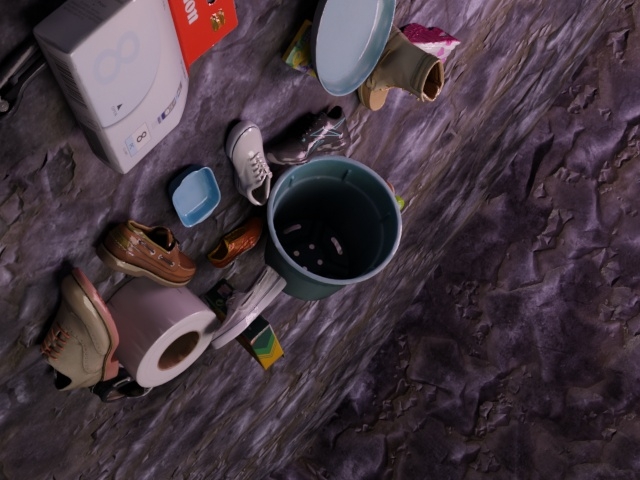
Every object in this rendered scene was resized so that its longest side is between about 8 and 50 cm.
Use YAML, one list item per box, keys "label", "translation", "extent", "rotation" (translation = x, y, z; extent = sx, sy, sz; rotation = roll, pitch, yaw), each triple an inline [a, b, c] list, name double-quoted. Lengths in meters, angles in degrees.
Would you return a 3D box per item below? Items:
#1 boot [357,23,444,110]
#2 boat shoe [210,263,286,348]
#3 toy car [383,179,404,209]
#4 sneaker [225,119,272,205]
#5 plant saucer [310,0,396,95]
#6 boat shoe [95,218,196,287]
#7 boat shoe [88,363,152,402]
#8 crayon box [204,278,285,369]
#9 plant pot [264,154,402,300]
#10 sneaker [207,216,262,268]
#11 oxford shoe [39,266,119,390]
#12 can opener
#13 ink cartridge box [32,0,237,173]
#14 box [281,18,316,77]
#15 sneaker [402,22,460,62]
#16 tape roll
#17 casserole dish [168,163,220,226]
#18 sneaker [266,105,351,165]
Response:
- label: "boot"
  translation: [0.203, -0.395, 1.889]
  extent: [0.095, 0.203, 0.262]
  rotation: [-33, 152, -33]
- label: "boat shoe"
  translation: [-0.195, 0.162, 1.872]
  extent: [0.258, 0.084, 0.095]
  rotation: [-47, -172, -34]
- label: "toy car"
  translation: [0.131, -0.120, 2.301]
  extent: [0.188, 0.155, 0.149]
  rotation: [-2, 130, -49]
- label: "sneaker"
  translation: [-0.152, -0.176, 1.738]
  extent: [0.094, 0.091, 0.258]
  rotation: [-41, 157, -19]
- label: "plant saucer"
  translation: [0.067, -0.475, 1.644]
  extent: [0.317, 0.044, 0.317]
  rotation: [-45, 149, -37]
- label: "boat shoe"
  translation: [-0.356, 0.028, 1.669]
  extent: [0.104, 0.111, 0.307]
  rotation: [-51, 158, 8]
- label: "boat shoe"
  translation: [-0.502, 0.380, 2.000]
  extent: [0.114, 0.091, 0.303]
  rotation: [-55, 157, 15]
- label: "crayon box"
  translation: [-0.213, 0.258, 2.193]
  extent: [0.081, 0.202, 0.318]
  rotation: [-43, 157, -13]
- label: "plant pot"
  translation: [0.000, 0.000, 1.987]
  extent: [0.341, 0.341, 0.334]
  rotation: [-39, 173, -23]
- label: "sneaker"
  translation: [-0.218, 0.003, 1.956]
  extent: [0.175, 0.064, 0.067]
  rotation: [-48, 148, -10]
- label: "oxford shoe"
  translation: [-0.529, 0.215, 1.626]
  extent: [0.147, 0.140, 0.397]
  rotation: [-25, 147, -28]
- label: "can opener"
  translation: [-0.451, -0.252, 1.126]
  extent: [0.059, 0.073, 0.186]
  rotation: [38, 90, -29]
- label: "ink cartridge box"
  translation: [-0.257, -0.334, 1.240]
  extent: [0.385, 0.091, 0.308]
  rotation: [-48, 160, -20]
- label: "box"
  translation: [-0.015, -0.421, 1.662]
  extent: [0.105, 0.043, 0.179]
  rotation: [-55, 160, 15]
- label: "sneaker"
  translation: [0.282, -0.503, 2.001]
  extent: [0.252, 0.103, 0.111]
  rotation: [-14, 138, -54]
- label: "tape roll"
  translation: [-0.395, 0.212, 1.823]
  extent: [0.246, 0.169, 0.246]
  rotation: [-39, 157, -21]
- label: "casserole dish"
  translation: [-0.286, -0.104, 1.683]
  extent: [0.114, 0.037, 0.188]
  rotation: [-42, 156, -16]
- label: "sneaker"
  translation: [-0.033, -0.260, 1.860]
  extent: [0.267, 0.101, 0.106]
  rotation: [-27, 127, -41]
